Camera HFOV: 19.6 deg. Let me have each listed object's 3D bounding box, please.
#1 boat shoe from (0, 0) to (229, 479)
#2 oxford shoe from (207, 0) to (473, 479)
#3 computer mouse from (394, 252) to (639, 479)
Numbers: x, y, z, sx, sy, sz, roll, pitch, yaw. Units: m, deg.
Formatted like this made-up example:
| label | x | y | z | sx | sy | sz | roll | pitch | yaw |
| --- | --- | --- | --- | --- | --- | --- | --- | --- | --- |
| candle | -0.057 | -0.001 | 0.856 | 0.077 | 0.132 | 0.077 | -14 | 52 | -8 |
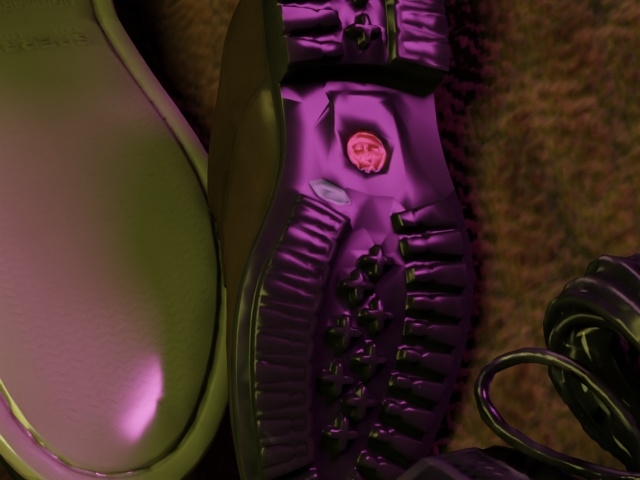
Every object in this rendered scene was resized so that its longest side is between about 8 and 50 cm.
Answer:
| label | x | y | z | sx | sy | sz | roll | pitch | yaw |
| --- | --- | --- | --- | --- | --- | --- | --- | --- | --- |
| boat shoe | -0.125 | -0.014 | 0.757 | 0.340 | 0.127 | 0.113 | 62 | 147 | 33 |
| oxford shoe | 0.000 | 0.000 | 0.653 | 0.096 | 0.083 | 0.227 | 145 | 133 | -61 |
| computer mouse | 0.035 | 0.147 | 0.546 | 0.272 | 0.072 | 0.188 | -36 | 46 | 14 |
